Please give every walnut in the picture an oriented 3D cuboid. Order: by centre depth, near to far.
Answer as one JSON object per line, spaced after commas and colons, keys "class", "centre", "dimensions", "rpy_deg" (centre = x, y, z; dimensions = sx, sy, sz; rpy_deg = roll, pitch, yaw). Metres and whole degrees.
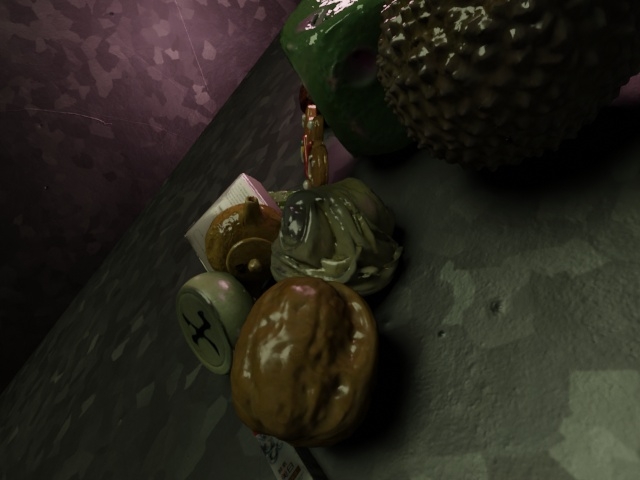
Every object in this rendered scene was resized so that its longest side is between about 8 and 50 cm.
{"class": "walnut", "centre": [-0.016, 0.175, 0.644], "dimensions": [0.257, 0.224, 0.257], "rpy_deg": [-30, 40, 30]}

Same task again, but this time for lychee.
{"class": "lychee", "centre": [0.266, -0.299, 0.612], "dimensions": [0.380, 0.380, 0.432], "rpy_deg": [-44, -7, 13]}

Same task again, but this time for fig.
{"class": "fig", "centre": [0.043, -0.506, 1.325], "dimensions": [0.274, 0.145, 0.170], "rpy_deg": [-51, 29, 30]}

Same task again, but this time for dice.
{"class": "dice", "centre": [0.116, -0.406, 0.940], "dimensions": [0.330, 0.322, 0.318], "rpy_deg": [-33, 38, 8]}

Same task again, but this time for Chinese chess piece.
{"class": "Chinese chess piece", "centre": [-0.221, 0.178, 0.912], "dimensions": [0.092, 0.238, 0.237], "rpy_deg": [-23, 9, -42]}

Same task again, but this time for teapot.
{"class": "teapot", "centre": [-0.159, 0.036, 0.964], "dimensions": [0.167, 0.203, 0.312], "rpy_deg": [-117, 27, -57]}

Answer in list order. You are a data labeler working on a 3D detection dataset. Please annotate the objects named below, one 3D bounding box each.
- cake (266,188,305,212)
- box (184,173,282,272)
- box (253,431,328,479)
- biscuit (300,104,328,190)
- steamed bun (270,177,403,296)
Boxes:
{"class": "cake", "centre": [-0.120, -0.088, 1.235], "dimensions": [0.235, 0.099, 0.100], "rpy_deg": [-1, 54, 26]}
{"class": "box", "centre": [-0.221, -0.020, 1.142], "dimensions": [0.252, 0.106, 0.203], "rpy_deg": [-45, 65, 13]}
{"class": "box", "centre": [-0.049, 0.356, 0.680], "dimensions": [0.055, 0.039, 0.218], "rpy_deg": [-56, 31, -5]}
{"class": "biscuit", "centre": [-0.024, -0.233, 1.118], "dimensions": [0.340, 0.047, 0.216], "rpy_deg": [-101, 11, -51]}
{"class": "steamed bun", "centre": [0.000, 0.000, 0.823], "dimensions": [0.280, 0.207, 0.268], "rpy_deg": [-31, 36, 33]}
